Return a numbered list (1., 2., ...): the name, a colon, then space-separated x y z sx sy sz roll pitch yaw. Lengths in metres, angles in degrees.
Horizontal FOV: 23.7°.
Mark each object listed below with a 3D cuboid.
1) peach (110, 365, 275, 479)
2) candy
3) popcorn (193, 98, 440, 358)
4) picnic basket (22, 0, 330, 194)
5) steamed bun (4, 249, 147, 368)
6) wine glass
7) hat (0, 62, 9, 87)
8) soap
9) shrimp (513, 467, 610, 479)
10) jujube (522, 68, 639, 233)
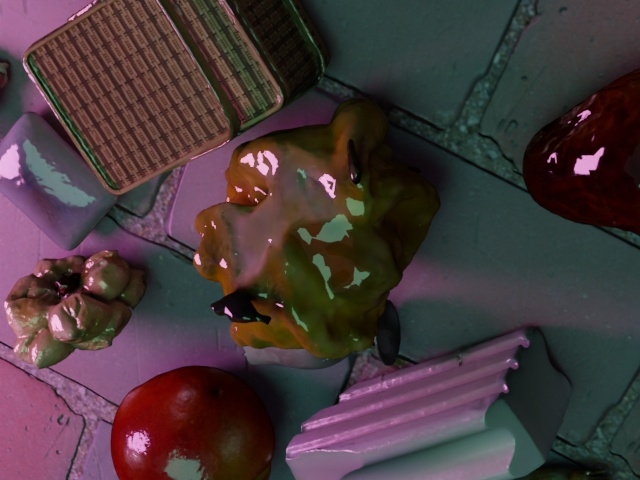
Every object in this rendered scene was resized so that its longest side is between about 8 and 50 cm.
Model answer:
1. peach: -0.181 0.283 2.134 0.243 0.199 0.243 7 109 22
2. candy: -0.373 -0.079 2.095 0.174 0.071 0.138 44 124 -4
3. popcorn: 0.000 0.000 1.880 0.316 0.281 0.297 -25 74 17
4. picnic basket: -0.175 -0.224 1.870 0.313 0.175 0.228 -23 105 31
5. steamed bun: -0.352 0.087 2.105 0.177 0.192 0.106 -7 129 36
6. wine glass: -0.002 0.127 2.036 0.202 0.093 0.093 -6 114 24
7. hat: -0.587 -0.210 2.097 0.286 0.107 0.236 34 97 2
8. soap: 0.131 0.248 1.973 0.347 0.208 0.115 -21 106 30
9. shrimp: 0.290 0.412 2.080 0.185 0.068 0.287 16 123 17
10. jujube: 0.356 -0.096 1.728 0.255 0.190 0.190 -7 115 45
